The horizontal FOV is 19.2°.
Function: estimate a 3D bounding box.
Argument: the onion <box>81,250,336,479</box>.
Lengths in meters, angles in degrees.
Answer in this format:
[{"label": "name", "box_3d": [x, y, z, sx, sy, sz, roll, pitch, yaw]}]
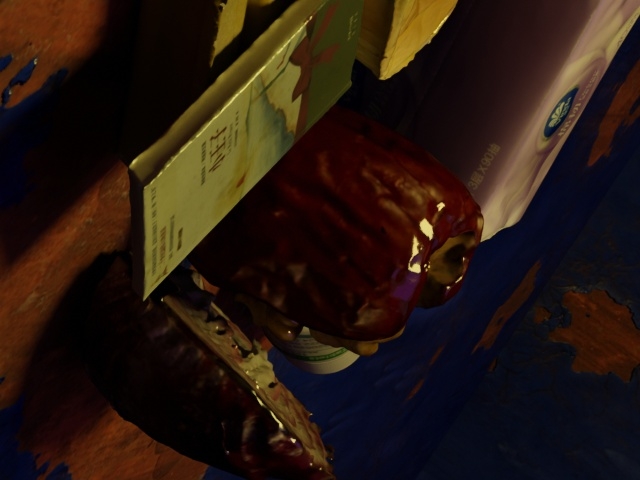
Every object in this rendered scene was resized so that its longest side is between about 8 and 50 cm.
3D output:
[{"label": "onion", "box_3d": [-0.115, 0.149, 1.808, 0.146, 0.280, 0.314, -39, 164, 0]}]

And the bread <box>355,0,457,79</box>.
[{"label": "bread", "box_3d": [0.064, -0.266, 1.647, 0.179, 0.133, 0.250, -52, 170, -26]}]

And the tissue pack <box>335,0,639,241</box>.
[{"label": "tissue pack", "box_3d": [0.156, -0.202, 1.868, 0.160, 0.242, 0.338, -27, 149, -54]}]

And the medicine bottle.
[{"label": "medicine bottle", "box_3d": [-0.008, 0.071, 2.166, 0.139, 0.139, 0.237, -51, 164, -12]}]

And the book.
[{"label": "book", "box_3d": [-0.058, -0.096, 1.531, 0.289, 0.026, 0.201, -49, 166, -24]}]

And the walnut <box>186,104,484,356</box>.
[{"label": "walnut", "box_3d": [0.000, 0.000, 1.793, 0.244, 0.269, 0.222, -65, 166, 23]}]

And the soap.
[{"label": "soap", "box_3d": [-0.066, -0.184, 1.534, 0.199, 0.091, 0.315, -43, 162, -33]}]
